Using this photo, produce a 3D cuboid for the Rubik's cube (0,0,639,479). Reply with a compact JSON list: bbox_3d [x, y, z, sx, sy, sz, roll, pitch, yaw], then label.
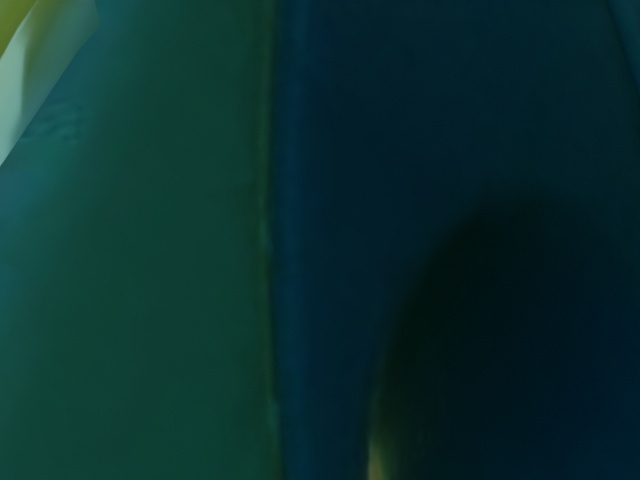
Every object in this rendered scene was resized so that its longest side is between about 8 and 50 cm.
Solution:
[{"bbox_3d":[-0.081,0.053,0.549,0.347,0.351,0.352,-2,57,41],"label":"Rubik's cube"}]
